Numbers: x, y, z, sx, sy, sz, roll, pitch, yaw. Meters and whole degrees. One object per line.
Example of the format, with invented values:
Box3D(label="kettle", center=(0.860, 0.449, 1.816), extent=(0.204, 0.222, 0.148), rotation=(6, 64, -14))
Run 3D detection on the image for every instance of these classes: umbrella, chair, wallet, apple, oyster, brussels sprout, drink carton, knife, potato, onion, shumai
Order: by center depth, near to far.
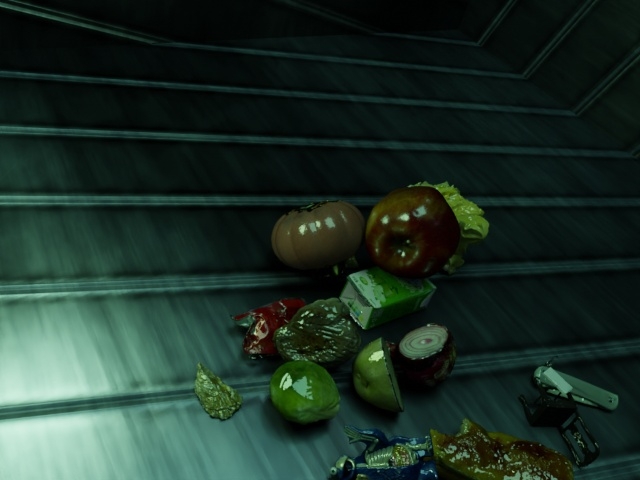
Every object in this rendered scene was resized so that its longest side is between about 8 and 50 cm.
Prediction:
Box3D(label="brussels sprout", center=(-0.040, 0.386, 1.552), extent=(0.180, 0.144, 0.161), rotation=(23, 15, -29))
Box3D(label="oyster", center=(-0.261, 0.390, 1.554), extent=(0.121, 0.045, 0.146), rotation=(14, 39, -26))
Box3D(label="potato", center=(0.146, 0.373, 1.646), extent=(0.117, 0.182, 0.202), rotation=(-16, 85, 5))
Box3D(label="chair", center=(0.664, 0.508, 1.692), extent=(0.113, 0.106, 0.229), rotation=(6, 41, -15))
Box3D(label="shumai", center=(-0.005, 0.266, 1.695), extent=(0.218, 0.185, 0.184), rotation=(-28, 92, 3))
Box3D(label="wallet", center=(0.676, 0.400, 1.729), extent=(0.044, 0.011, 0.083), rotation=(-19, 53, -37))
Box3D(label="onion", center=(0.279, 0.332, 1.742), extent=(0.218, 0.140, 0.195), rotation=(-8, 30, 29))
Box3D(label="knife", center=(0.772, 0.452, 1.837), extent=(0.265, 0.040, 0.073), rotation=(20, 56, -1))
Box3D(label="apple", center=(0.283, -0.027, 1.867), extent=(0.288, 0.288, 0.317), rotation=(24, 30, 7))
Box3D(label="umbrella", center=(0.698, 0.402, 1.891), extent=(0.149, 0.022, 0.022), rotation=(-32, 97, -32))
Box3D(label="drink carton", center=(0.212, 0.164, 1.911), extent=(0.271, 0.108, 0.161), rotation=(-15, 50, -32))

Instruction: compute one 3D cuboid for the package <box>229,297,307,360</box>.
Box3D(label="package", center=(-0.120, 0.248, 1.734), extent=(0.269, 0.071, 0.194), rotation=(-4, 60, -29))

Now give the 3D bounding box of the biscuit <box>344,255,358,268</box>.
Box3D(label="biscuit", center=(0.082, 0.063, 2.046), extent=(0.081, 0.018, 0.083), rotation=(0, 44, -20))

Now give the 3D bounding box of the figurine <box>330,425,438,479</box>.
Box3D(label="figurine", center=(0.156, 0.543, 1.478), extent=(0.262, 0.121, 0.164), rotation=(7, 77, 0))

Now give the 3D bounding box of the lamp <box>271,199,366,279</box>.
Box3D(label="lamp", center=(0.000, 0.000, 1.917), extent=(0.305, 0.305, 0.240), rotation=(-21, 98, -36))

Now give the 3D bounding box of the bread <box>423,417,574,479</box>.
Box3D(label="bread", center=(0.457, 0.564, 1.558), extent=(0.380, 0.109, 0.185), rotation=(19, 41, 4))

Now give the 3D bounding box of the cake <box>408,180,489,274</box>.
Box3D(label="cake", center=(0.428, -0.043, 2.127), extent=(0.222, 0.227, 0.286), rotation=(-13, 50, -32))
